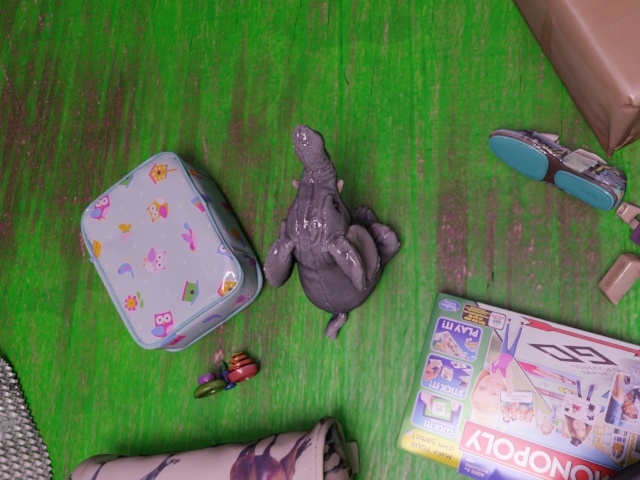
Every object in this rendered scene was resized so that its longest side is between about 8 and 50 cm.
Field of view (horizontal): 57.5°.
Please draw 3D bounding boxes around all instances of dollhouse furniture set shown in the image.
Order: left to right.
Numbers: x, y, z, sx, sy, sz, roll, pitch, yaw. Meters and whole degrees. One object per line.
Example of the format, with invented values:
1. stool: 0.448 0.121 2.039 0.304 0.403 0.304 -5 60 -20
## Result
1. dollhouse furniture set: 0.406 0.026 0.746 0.081 0.091 0.114 22 111 -18

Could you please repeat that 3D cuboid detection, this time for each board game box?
1. board game box: 0.274 0.209 0.727 0.317 0.046 0.214 14 82 20

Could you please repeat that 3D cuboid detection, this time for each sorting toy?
1. sorting toy: -0.142 0.194 0.857 0.101 0.061 0.042 -20 70 -12

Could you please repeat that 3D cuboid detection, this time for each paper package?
1. paper package: 0.435 -0.329 0.735 0.309 0.168 0.325 -26 70 9

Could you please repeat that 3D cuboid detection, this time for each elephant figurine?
1. elephant figurine: 0.000 0.000 0.759 0.169 0.239 0.186 -38 69 6

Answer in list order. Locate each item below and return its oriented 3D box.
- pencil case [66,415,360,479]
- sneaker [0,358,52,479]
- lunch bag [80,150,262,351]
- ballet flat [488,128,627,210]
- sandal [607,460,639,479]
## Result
1. pencil case: -0.150 0.341 0.766 0.409 0.183 0.160 -15 69 17
2. sneaker: -0.541 0.341 0.938 0.146 0.102 0.294 -36 65 11
3. lunch bag: -0.236 0.018 0.903 0.224 0.108 0.279 -37 68 10
4. ballet flat: 0.319 -0.106 0.784 0.188 0.070 0.070 36 90 20
5. sandal: 0.230 0.367 0.595 0.445 0.107 0.168 -40 109 -8
